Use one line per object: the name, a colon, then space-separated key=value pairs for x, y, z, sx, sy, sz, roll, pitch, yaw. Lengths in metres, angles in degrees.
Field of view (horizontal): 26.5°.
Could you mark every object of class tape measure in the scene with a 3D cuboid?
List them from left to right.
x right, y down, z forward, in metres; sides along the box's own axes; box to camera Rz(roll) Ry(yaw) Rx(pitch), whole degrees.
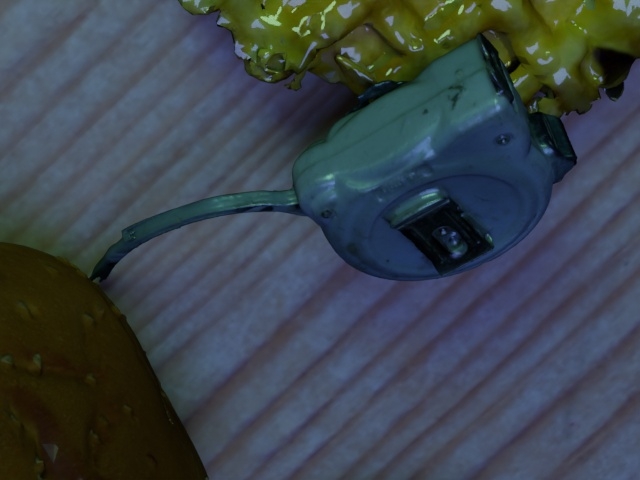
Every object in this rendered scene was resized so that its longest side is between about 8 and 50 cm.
tape measure: x=0.000 y=0.000 z=0.858 sx=0.330 sy=0.084 sz=0.164 roll=-30 pitch=136 yaw=24

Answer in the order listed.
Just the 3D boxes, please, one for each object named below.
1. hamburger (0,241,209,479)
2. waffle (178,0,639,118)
hamburger: x=-0.188 y=0.146 z=0.815 sx=0.170 sy=0.314 sz=0.290 roll=-27 pitch=103 yaw=24
waffle: x=0.087 y=-0.247 z=0.790 sx=0.382 sy=0.095 sz=0.379 roll=7 pitch=113 yaw=-14
